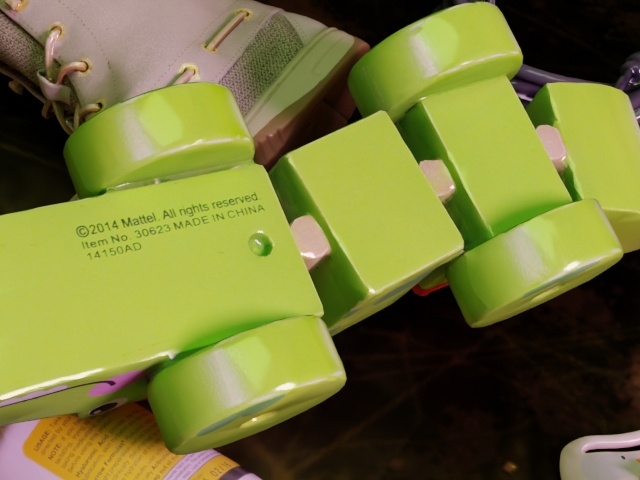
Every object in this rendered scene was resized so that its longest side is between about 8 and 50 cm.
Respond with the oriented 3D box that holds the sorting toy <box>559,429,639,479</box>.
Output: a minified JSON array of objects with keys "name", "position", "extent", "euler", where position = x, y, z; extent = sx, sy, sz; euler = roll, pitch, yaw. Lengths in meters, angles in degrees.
[{"name":"sorting toy","position":[0.128,0.100,0.678],"extent":[0.083,0.045,0.075],"euler":[-7,34,-14]}]

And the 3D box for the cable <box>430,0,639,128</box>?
[{"name":"cable","position":[0.128,-0.107,0.837],"extent":[0.150,0.047,0.184],"euler":[14,49,-4]}]

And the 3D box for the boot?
[{"name":"boot","position":[-0.099,-0.055,0.737],"extent":[0.165,0.077,0.213],"euler":[32,49,16]}]

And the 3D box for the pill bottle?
[{"name":"pill bottle","position":[-0.082,0.087,0.635],"extent":[0.116,0.065,0.065],"euler":[29,54,14]}]

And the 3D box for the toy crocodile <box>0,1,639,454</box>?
[{"name":"toy crocodile","position":[0.000,0.000,0.649],"extent":[0.340,0.105,0.115],"euler":[-19,76,-34]}]
